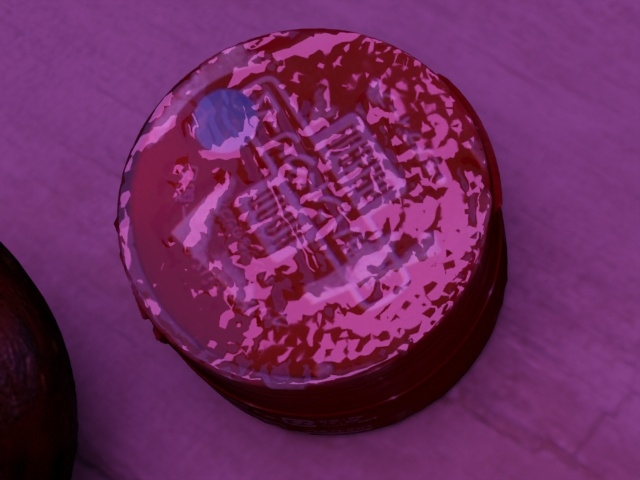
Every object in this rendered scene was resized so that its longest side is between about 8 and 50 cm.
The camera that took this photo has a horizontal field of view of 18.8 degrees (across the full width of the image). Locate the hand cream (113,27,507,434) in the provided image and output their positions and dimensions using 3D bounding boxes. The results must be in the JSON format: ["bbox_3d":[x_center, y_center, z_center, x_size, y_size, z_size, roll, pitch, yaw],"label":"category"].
[{"bbox_3d":[0.000,0.000,1.155,0.230,0.149,0.230,-3,70,7],"label":"hand cream"}]

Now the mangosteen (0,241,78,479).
[{"bbox_3d":[-0.279,0.138,1.098,0.306,0.306,0.360,-13,108,6],"label":"mangosteen"}]
